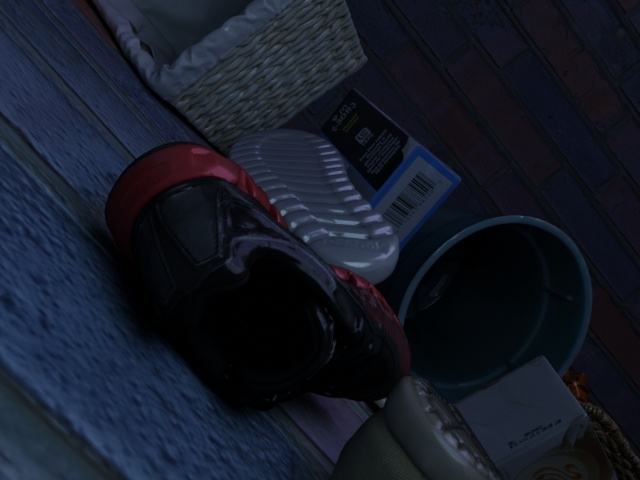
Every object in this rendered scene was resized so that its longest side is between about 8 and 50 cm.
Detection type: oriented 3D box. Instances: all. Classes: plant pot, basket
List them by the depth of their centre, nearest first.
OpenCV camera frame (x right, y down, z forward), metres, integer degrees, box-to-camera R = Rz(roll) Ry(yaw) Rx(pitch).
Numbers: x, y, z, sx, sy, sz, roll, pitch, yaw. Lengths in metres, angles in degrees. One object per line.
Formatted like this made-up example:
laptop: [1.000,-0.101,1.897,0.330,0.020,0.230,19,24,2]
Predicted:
basket: [-0.151,-0.365,1.075,0.328,0.331,0.266,53,0,31]
plant pot: [0.219,0.082,1.119,0.341,0.341,0.334,48,-2,-24]
basket: [0.431,0.385,1.210,0.299,0.223,0.213,46,7,-32]

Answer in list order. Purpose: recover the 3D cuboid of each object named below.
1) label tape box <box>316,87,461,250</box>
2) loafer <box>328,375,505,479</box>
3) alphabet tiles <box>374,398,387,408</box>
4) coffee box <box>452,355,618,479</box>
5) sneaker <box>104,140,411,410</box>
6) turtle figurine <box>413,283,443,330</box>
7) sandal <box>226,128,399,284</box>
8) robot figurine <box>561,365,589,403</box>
label tape box: [0.031,-0.102,1.037,0.115,0.249,0.348,29,17,-37]
loafer: [0.068,0.160,0.410,0.102,0.092,0.268,56,3,36]
alphabet tiles: [0.090,0.189,0.793,0.284,0.021,0.278,51,5,9]
coffee box: [0.246,0.266,0.717,0.246,0.141,0.098,57,6,-30]
sneaker: [-0.014,0.058,0.411,0.276,0.097,0.135,43,8,-41]
turtle figurine: [0.224,0.179,1.381,0.234,0.175,0.118,-69,151,-72]
sandal: [-0.032,-0.044,0.870,0.416,0.169,0.102,-119,-149,-56]
robot figurine: [0.373,0.284,1.298,0.211,0.291,0.085,47,49,-39]
